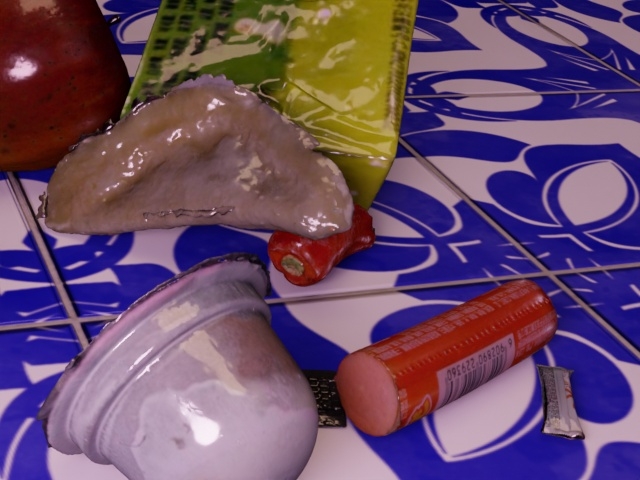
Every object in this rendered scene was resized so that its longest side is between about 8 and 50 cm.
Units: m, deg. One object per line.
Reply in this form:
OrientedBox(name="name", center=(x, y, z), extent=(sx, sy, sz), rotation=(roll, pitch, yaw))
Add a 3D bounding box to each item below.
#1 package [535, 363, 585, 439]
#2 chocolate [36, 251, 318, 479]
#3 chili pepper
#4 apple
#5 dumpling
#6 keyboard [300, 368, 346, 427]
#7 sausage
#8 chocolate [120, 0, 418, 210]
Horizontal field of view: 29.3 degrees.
OrientedBox(name="package", center=(0.205, 0.137, 1.055), extent=(0.037, 0.015, 0.110), rotation=(10, 28, 2))
OrientedBox(name="chocolate", center=(-0.078, 0.127, 0.866), extent=(0.221, 0.221, 0.147), rotation=(-23, 69, -46))
OrientedBox(name="chili pepper", center=(0.000, 0.000, 1.213), extent=(0.073, 0.070, 0.123), rotation=(46, 34, 7))
OrientedBox(name="apple", center=(-0.314, -0.184, 1.315), extent=(0.234, 0.234, 0.234), rotation=(6, 27, -3))
OrientedBox(name="dumpling", center=(-0.113, -0.073, 1.211), extent=(0.332, 0.166, 0.086), rotation=(3, -21, 19))
OrientedBox(name="keyboard", center=(-0.077, 0.123, 1.004), extent=(0.197, 0.015, 0.074), rotation=(4, 27, -8))
OrientedBox(name="sausage", center=(0.128, 0.090, 1.061), extent=(0.074, 0.074, 0.274), rotation=(29, 33, 35))
OrientedBox(name="chocolate", center=(-0.048, -0.178, 1.378), extent=(0.289, 0.137, 0.300), rotation=(9, 51, 3))
